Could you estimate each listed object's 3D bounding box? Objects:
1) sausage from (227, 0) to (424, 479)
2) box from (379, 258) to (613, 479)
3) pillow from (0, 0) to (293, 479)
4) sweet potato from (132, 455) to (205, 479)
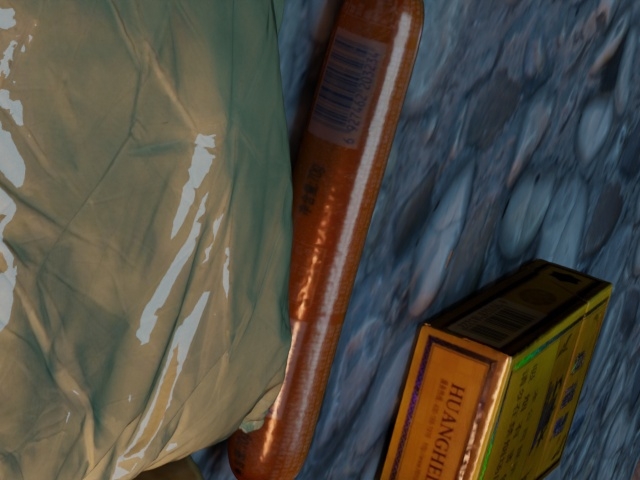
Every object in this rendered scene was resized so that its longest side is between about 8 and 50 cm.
[{"bbox_3d":[0.000,0.000,1.005,0.053,0.053,0.348,-19,127,-64],"label":"sausage"},{"bbox_3d":[0.153,0.140,1.478,0.301,0.084,0.193,-21,129,-63],"label":"box"},{"bbox_3d":[-0.082,-0.022,0.686,0.281,0.076,0.274,-18,112,-62],"label":"pillow"},{"bbox_3d":[-0.148,0.244,0.783,0.131,0.131,0.337,-4,112,-68],"label":"sweet potato"}]
